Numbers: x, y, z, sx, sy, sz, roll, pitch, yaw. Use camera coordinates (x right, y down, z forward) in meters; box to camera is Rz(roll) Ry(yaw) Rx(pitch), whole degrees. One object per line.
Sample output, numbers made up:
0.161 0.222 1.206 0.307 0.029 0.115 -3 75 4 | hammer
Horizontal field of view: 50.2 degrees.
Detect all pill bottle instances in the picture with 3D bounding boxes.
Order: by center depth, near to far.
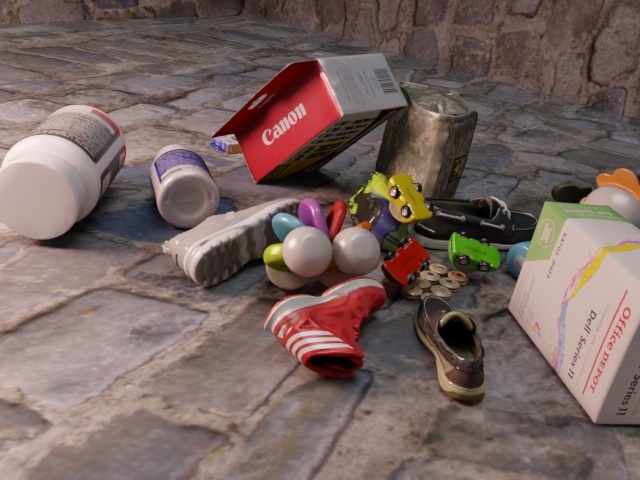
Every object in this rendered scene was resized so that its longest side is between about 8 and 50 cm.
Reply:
-0.448 -0.123 1.184 0.162 0.161 0.283 7 25 -5 | pill bottle
-0.260 -0.110 1.277 0.112 0.111 0.186 -1 28 -20 | pill bottle

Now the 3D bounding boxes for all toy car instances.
0.000 0.000 1.059 0.182 0.136 0.159 0 -15 -18 | toy car
0.206 0.011 1.189 0.225 0.053 0.238 19 51 -14 | toy car
0.491 -0.025 1.215 0.219 0.237 0.210 -9 31 -34 | toy car

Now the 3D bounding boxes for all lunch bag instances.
0.229 -0.193 1.473 0.169 0.235 0.287 9 25 -7 | lunch bag

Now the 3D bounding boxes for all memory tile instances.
0.181 0.068 1.178 0.113 0.012 0.148 23 29 27 | memory tile

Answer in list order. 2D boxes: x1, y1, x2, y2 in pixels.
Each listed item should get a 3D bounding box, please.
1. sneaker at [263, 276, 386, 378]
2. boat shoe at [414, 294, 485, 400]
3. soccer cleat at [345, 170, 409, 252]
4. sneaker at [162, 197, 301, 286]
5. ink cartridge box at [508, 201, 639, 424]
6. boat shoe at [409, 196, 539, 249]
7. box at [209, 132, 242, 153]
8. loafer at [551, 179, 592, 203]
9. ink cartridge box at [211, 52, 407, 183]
0.036 0.130 0.956 0.221 0.087 0.128 -14 51 -40 | sneaker
0.190 0.134 0.974 0.080 0.073 0.223 6 26 -7 | boat shoe
0.121 -0.054 1.354 0.121 0.093 0.289 38 18 -12 | soccer cleat
-0.136 -0.022 1.145 0.115 0.105 0.281 26 31 31 | sneaker
0.409 0.109 0.946 0.119 0.207 0.353 4 26 -13 | ink cartridge box
0.324 -0.041 1.358 0.303 0.091 0.114 -5 29 -27 | boat shoe
-0.200 -0.240 1.662 0.136 0.028 0.081 -8 31 -36 | box
0.602 -0.118 1.662 0.148 0.056 0.050 0 25 -41 | loafer
-0.030 -0.245 1.415 0.272 0.309 0.130 -18 81 -43 | ink cartridge box
